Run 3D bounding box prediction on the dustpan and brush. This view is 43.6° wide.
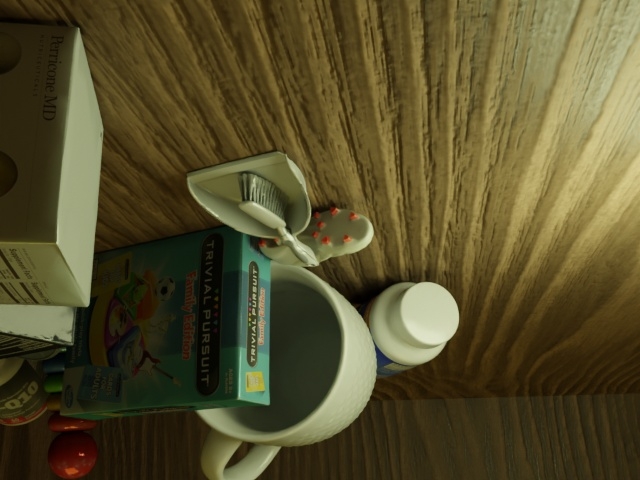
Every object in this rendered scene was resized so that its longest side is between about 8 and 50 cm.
[{"bbox_3d":[-0.056,-0.027,1.011,0.147,0.060,0.211,-10,154,27],"label":"dustpan and brush"}]

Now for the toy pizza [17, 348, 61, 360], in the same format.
[{"bbox_3d":[-0.544,0.133,1.425,0.201,0.032,0.201,11,129,14],"label":"toy pizza"}]

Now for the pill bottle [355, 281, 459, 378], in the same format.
[{"bbox_3d":[0.145,0.164,1.486,0.152,0.152,0.272,5,161,-17],"label":"pill bottle"}]

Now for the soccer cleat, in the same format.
[{"bbox_3d":[0.000,0.000,1.113,0.196,0.068,0.076,-6,147,39],"label":"soccer cleat"}]

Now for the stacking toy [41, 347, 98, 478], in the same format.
[{"bbox_3d":[-0.460,0.276,1.505,0.141,0.330,0.141,-5,167,-1],"label":"stacking toy"}]

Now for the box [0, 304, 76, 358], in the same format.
[{"bbox_3d":[-0.528,0.052,1.071,0.296,0.182,0.294,-14,157,38],"label":"box"}]

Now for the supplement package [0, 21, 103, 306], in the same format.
[{"bbox_3d":[-0.341,-0.062,0.705,0.263,0.199,0.198,2,161,-8],"label":"supplement package"}]

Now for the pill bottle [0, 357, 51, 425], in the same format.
[{"bbox_3d":[-0.672,0.262,1.666,0.161,0.161,0.283,-2,147,3],"label":"pill bottle"}]

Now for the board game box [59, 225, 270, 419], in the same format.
[{"bbox_3d":[-0.235,0.128,1.204,0.336,0.253,0.079,-11,159,28],"label":"board game box"}]

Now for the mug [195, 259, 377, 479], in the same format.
[{"bbox_3d":[-0.069,0.246,1.337,0.276,0.374,0.328,29,174,23],"label":"mug"}]
